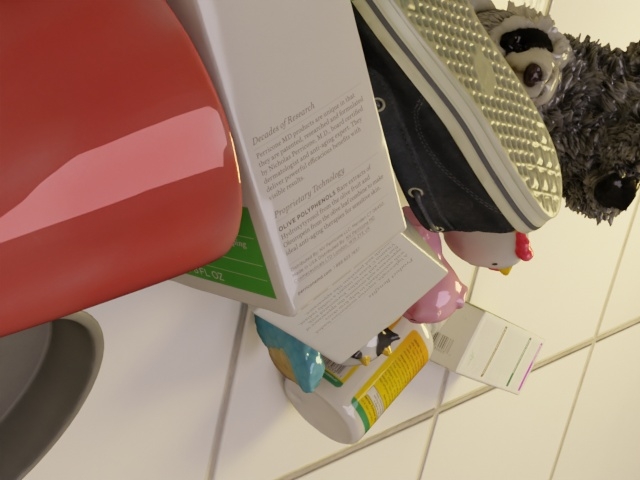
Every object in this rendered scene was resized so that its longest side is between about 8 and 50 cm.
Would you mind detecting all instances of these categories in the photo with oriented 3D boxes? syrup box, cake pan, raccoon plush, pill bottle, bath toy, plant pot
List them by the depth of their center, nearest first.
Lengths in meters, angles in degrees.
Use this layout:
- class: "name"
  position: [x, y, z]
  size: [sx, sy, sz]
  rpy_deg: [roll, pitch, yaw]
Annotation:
- class: "plant pot"
  position: [-0.232, -0.053, 0.949]
  size: [0.243, 0.275, 0.275]
  rpy_deg: [-31, 136, -27]
- class: "cake pan"
  position: [-0.305, 0.151, 1.081]
  size: [0.293, 0.054, 0.293]
  rpy_deg: [-41, 160, -18]
- class: "bath toy"
  position: [0.100, 0.046, 1.509]
  size: [0.348, 0.129, 0.151]
  rpy_deg: [-26, 132, -22]
- class: "pill bottle"
  position: [0.063, 0.135, 1.604]
  size: [0.208, 0.117, 0.118]
  rpy_deg: [-47, 144, -25]
- class: "raccoon plush"
  position: [0.245, -0.148, 1.676]
  size: [0.446, 0.299, 0.216]
  rpy_deg: [119, -8, -72]
- class: "syrup box"
  position: [0.218, 0.143, 1.849]
  size: [0.237, 0.093, 0.096]
  rpy_deg: [27, 89, -58]

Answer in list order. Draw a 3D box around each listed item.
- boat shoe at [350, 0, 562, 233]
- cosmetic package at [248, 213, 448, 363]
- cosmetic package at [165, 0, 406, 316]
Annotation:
- class: "boat shoe"
  position: [0.063, -0.193, 1.274]
  size: [0.500, 0.156, 0.187]
  rpy_deg: [54, 36, -28]
- class: "cosmetic package"
  position: [0.000, 0.000, 1.306]
  size: [0.151, 0.151, 0.183]
  rpy_deg: [-40, 146, 8]
- class: "cosmetic package"
  position: [-0.082, -0.145, 1.058]
  size: [0.155, 0.197, 0.366]
  rpy_deg: [-37, 122, -33]
